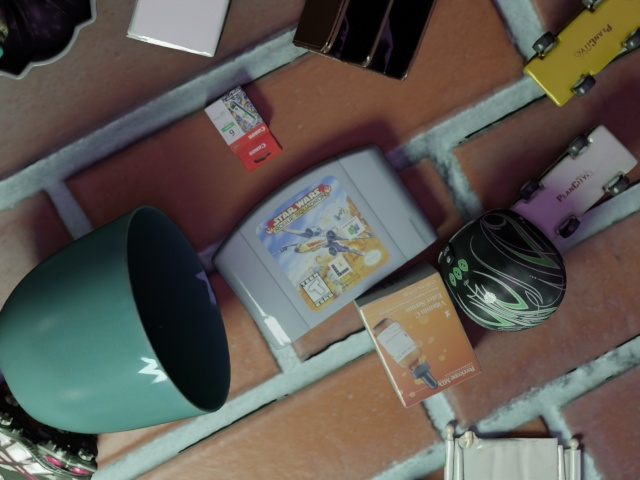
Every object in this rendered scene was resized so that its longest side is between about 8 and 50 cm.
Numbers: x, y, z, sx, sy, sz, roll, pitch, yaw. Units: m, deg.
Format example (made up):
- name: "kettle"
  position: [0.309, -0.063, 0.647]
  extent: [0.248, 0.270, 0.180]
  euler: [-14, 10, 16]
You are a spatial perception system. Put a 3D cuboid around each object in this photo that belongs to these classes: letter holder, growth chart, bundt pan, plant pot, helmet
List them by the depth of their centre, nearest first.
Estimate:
- name: "bundt pan"
  position: [-0.441, -0.376, 1.464]
  extent: [0.330, 0.124, 0.331]
  euler: [-1, 100, -7]
- name: "letter holder"
  position: [0.097, -0.377, 1.471]
  extent: [0.152, 0.214, 0.302]
  euler: [17, 98, -15]
- name: "plant pot"
  position: [-0.290, 0.129, 1.501]
  extent: [0.235, 0.293, 0.293]
  euler: [-21, 102, 13]
- name: "helmet"
  position: [0.266, 0.052, 1.582]
  extent: [0.169, 0.169, 0.161]
  euler: [-40, 67, 2]
- name: "growth chart"
  position: [0.301, 0.378, 1.735]
  extent: [0.237, 0.021, 0.172]
  euler: [5, 100, -7]

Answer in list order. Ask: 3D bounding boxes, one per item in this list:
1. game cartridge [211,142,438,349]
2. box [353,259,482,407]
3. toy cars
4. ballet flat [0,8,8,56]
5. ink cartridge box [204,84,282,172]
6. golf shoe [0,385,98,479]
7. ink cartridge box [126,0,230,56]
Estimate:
- name: "game cartridge"
  position: [0.000, 0.000, 1.619]
  extent: [0.297, 0.062, 0.198]
  euler: [-36, 106, 1]
- name: "box"
  position: [0.142, 0.137, 1.638]
  extent: [0.130, 0.091, 0.170]
  euler: [-26, 102, -1]
- name: "toy cars"
  position: [0.376, -0.186, 1.612]
  extent: [0.176, 0.087, 0.394]
  euler: [5, 104, 5]
- name: "ballet flat"
  position: [-0.615, -0.207, 1.373]
  extent: [0.482, 0.164, 0.182]
  euler: [-29, 85, 10]
- name: "ink cartridge box"
  position: [-0.109, -0.158, 1.588]
  extent: [0.063, 0.029, 0.115]
  euler: [-34, 101, 0]
- name: "golf shoe"
  position: [-0.458, 0.292, 1.597]
  extent: [0.273, 0.105, 0.120]
  euler: [33, 104, -9]
- name: "ink cartridge box"
  position: [-0.157, -0.389, 1.450]
  extent: [0.117, 0.207, 0.283]
  euler: [15, 99, -7]
